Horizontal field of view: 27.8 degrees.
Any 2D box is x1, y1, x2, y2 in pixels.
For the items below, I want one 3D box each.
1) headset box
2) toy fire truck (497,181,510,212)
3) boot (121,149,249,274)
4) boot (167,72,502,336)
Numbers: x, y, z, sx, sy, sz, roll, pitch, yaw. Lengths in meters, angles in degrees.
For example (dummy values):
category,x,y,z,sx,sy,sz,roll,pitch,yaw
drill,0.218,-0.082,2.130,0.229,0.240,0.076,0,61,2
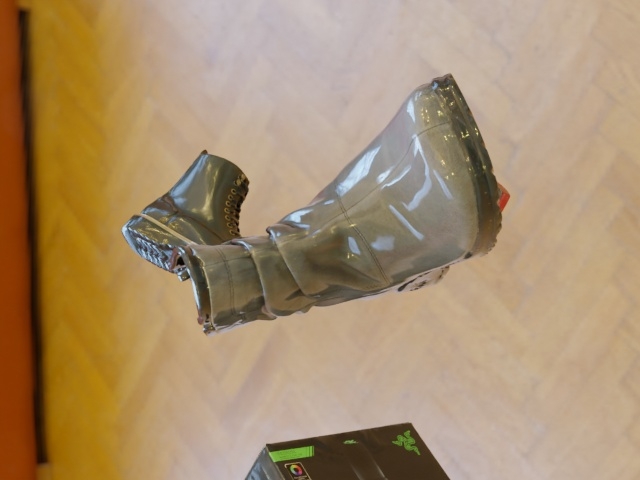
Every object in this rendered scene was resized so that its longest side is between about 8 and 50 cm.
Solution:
category,x,y,z,sx,sy,sz,roll,pitch,yaw
headset box,0.058,0.362,1.565,0.283,0.246,0.131,55,130,35
toy fire truck,0.081,-0.021,1.276,0.135,0.192,0.047,-64,30,19
boot,-0.091,-0.016,1.337,0.198,0.137,0.077,29,153,22
boot,0.000,0.000,0.987,0.338,0.223,0.118,104,149,-68
